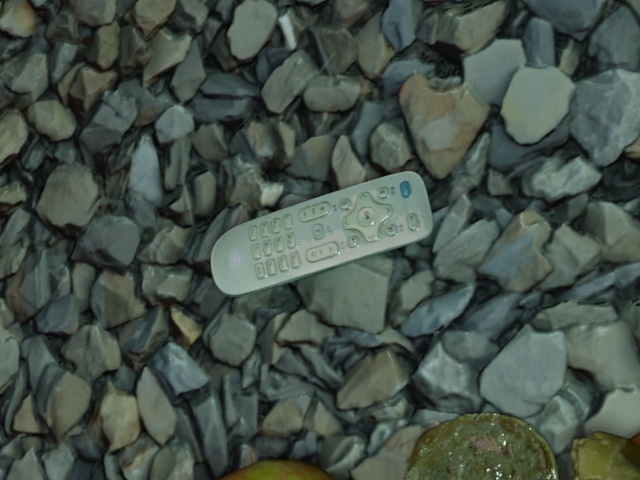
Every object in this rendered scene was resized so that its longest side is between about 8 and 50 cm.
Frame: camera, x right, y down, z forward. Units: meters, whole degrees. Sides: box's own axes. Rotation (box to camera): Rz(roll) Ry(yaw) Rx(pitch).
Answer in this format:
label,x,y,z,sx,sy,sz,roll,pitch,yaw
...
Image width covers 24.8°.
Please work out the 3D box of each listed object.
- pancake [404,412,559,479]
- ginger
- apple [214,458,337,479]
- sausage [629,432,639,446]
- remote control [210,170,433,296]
label,x,y,z,sx,sy,sz,roll,pitch,yaw
pancake,0.134,0.213,1.241,0.151,0.025,0.151,-11,67,29
ginger,0.275,0.202,1.103,0.190,0.069,0.095,19,56,14
apple,-0.048,0.280,1.231,0.196,0.196,0.196,-12,66,28
sausage,0.275,0.166,1.163,0.131,0.039,0.041,-35,50,15
remote control,0.000,0.000,1.397,0.229,0.044,0.073,-18,66,16
